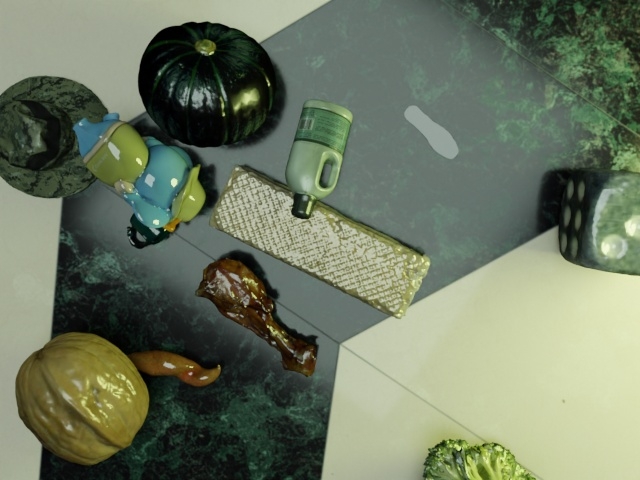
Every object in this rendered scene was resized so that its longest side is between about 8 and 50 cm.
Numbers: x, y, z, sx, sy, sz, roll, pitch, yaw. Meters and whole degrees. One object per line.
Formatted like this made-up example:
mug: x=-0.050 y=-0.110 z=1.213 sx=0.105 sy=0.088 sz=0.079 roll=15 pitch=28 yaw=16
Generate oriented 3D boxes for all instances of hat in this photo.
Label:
hat: x=-0.549 y=-0.201 z=1.350 sx=0.265 sy=0.128 sz=0.266 roll=1 pitch=95 yaw=6

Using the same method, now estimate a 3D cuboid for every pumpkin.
pumpkin: x=-0.207 y=-0.264 z=1.295 sx=0.247 sy=0.248 sz=0.248 roll=0 pitch=97 yaw=3

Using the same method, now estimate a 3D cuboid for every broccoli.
broccoli: x=0.351 y=0.520 z=1.283 sx=0.221 sy=0.361 sz=0.252 roll=-40 pitch=125 yaw=-10

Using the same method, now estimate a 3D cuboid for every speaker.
speaker: x=-0.347 y=-0.022 z=1.392 sx=0.094 sy=0.060 sz=0.075 roll=-44 pitch=92 yaw=7

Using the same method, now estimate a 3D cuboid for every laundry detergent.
laundry detergent: x=-0.010 y=-0.148 z=1.318 sx=0.099 sy=0.070 sz=0.226 roll=17 pitch=74 yaw=-13

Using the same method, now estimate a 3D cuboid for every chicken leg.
chicken leg: x=-0.118 y=0.157 z=1.396 sx=0.113 sy=0.093 sz=0.304 roll=-37 pitch=102 yaw=24

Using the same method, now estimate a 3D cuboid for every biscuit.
biscuit: x=0.000 y=0.000 z=1.368 sx=0.425 sy=0.078 sz=0.144 roll=27 pitch=96 yaw=-1

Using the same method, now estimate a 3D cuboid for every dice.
dice: x=0.547 y=-0.037 z=1.283 sx=0.183 sy=0.181 sz=0.183 roll=6 pitch=97 yaw=0

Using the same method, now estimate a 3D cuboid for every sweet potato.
sweet potato: x=-0.304 y=0.255 z=1.424 sx=0.202 sy=0.058 sz=0.055 roll=14 pitch=86 yaw=3

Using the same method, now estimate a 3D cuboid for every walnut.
walnut: x=-0.455 y=0.304 z=1.356 sx=0.225 sy=0.225 sz=0.261 roll=-40 pitch=102 yaw=6

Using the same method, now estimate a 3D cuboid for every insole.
insole: x=0.217 y=-0.211 z=1.370 sx=0.135 sy=0.002 sz=0.045 roll=42 pitch=96 yaw=-3

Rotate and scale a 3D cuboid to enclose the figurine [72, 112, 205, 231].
figurine: x=-0.329 y=-0.139 z=1.319 sx=0.153 sy=0.180 sz=0.262 roll=-39 pitch=101 yaw=12
